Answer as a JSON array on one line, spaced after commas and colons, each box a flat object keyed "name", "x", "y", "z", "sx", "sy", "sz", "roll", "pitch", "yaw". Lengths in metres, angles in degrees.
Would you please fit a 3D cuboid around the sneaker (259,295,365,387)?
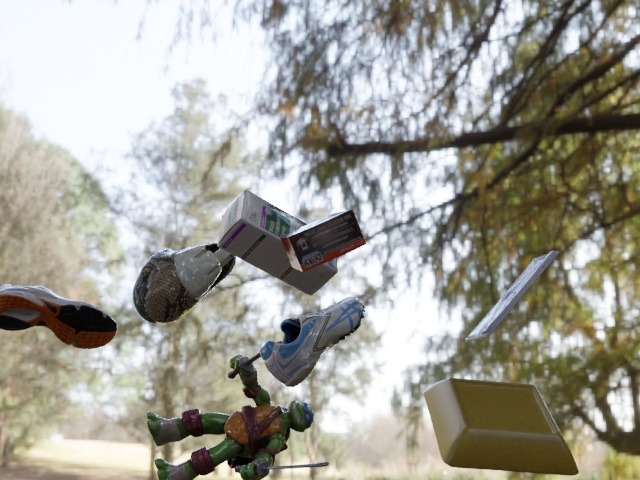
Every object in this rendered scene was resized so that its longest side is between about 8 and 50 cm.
[{"name": "sneaker", "x": -0.006, "y": 0.137, "z": 1.274, "sx": 0.085, "sy": 0.086, "sz": 0.237, "roll": -40, "pitch": -2, "yaw": 37}]

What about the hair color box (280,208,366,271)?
[{"name": "hair color box", "x": 0.000, "y": 0.000, "z": 1.124, "sx": 0.093, "sy": 0.053, "sz": 0.167, "roll": -23, "pitch": 1, "yaw": -5}]

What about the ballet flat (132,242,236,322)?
[{"name": "ballet flat", "x": -0.307, "y": 0.071, "z": 2.042, "sx": 0.182, "sy": 0.164, "sz": 0.483, "roll": -28, "pitch": 3, "yaw": 11}]

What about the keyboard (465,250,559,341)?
[{"name": "keyboard", "x": 0.366, "y": 0.104, "z": 1.572, "sx": 0.014, "sy": 0.256, "sz": 0.072, "roll": 48, "pitch": -29, "yaw": -1}]

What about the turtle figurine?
[{"name": "turtle figurine", "x": -0.144, "y": 0.289, "z": 1.331, "sx": 0.266, "sy": 0.198, "sz": 0.275, "roll": -17, "pitch": -5, "yaw": -6}]

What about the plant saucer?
[{"name": "plant saucer", "x": 0.449, "y": 0.447, "z": 2.079, "sx": 0.332, "sy": 0.081, "sz": 0.333, "roll": 5, "pitch": 22, "yaw": -4}]

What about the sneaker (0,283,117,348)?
[{"name": "sneaker", "x": -0.547, "y": 0.141, "z": 1.707, "sx": 0.262, "sy": 0.099, "sz": 0.121, "roll": 20, "pitch": 13, "yaw": -25}]

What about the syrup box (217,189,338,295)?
[{"name": "syrup box", "x": -0.084, "y": 0.006, "z": 1.674, "sx": 0.236, "sy": 0.093, "sz": 0.096, "roll": 30, "pitch": -54, "yaw": -23}]
